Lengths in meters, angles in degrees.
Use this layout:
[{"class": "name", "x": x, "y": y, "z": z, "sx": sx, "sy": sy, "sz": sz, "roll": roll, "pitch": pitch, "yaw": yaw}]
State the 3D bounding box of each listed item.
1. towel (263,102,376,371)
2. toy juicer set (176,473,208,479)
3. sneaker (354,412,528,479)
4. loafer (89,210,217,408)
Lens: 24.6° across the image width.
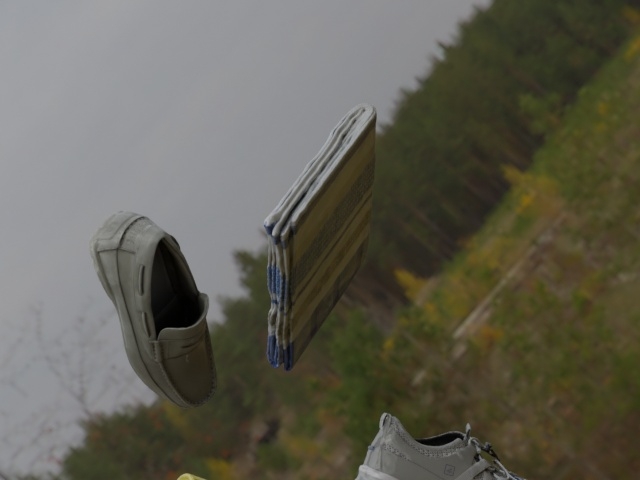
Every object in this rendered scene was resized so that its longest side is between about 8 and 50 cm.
[{"class": "towel", "x": 0.000, "y": 0.000, "z": 1.637, "sx": 0.209, "sy": 0.034, "sz": 0.285, "roll": -54, "pitch": -20, "yaw": -31}, {"class": "toy juicer set", "x": -0.060, "y": 0.292, "z": 1.097, "sx": 0.329, "sy": 0.090, "sz": 0.209, "roll": -7, "pitch": 70, "yaw": 64}, {"class": "sneaker", "x": 0.185, "y": 0.280, "z": 1.755, "sx": 0.105, "sy": 0.281, "sz": 0.115, "roll": -176, "pitch": 100, "yaw": -71}, {"class": "loafer", "x": -0.193, "y": 0.101, "z": 1.866, "sx": 0.112, "sy": 0.111, "sz": 0.319, "roll": -51, "pitch": -42, "yaw": -31}]
